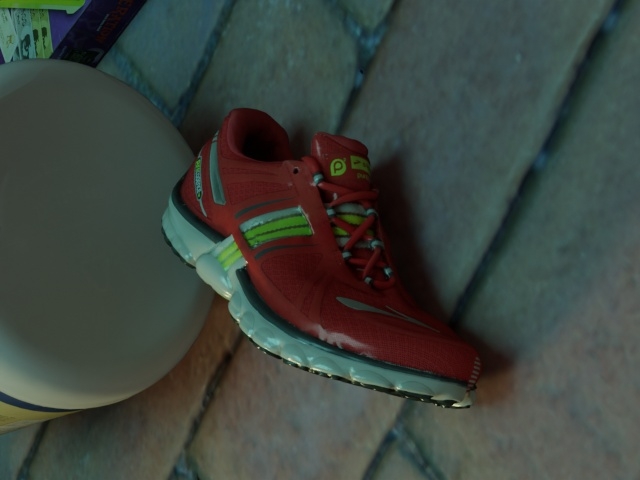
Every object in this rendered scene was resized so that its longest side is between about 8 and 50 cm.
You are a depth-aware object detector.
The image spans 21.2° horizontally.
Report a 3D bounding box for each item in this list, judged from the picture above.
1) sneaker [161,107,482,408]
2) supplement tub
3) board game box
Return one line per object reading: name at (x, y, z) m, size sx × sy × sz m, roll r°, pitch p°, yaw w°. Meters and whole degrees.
sneaker at (0.000, 0.000, 0.979) m, size 0.279 × 0.107 × 0.118 m, roll 38°, pitch 106°, yaw 46°
supplement tub at (-0.241, 0.024, 1.182) m, size 0.316 × 0.228 × 0.228 m, roll -20°, pitch 69°, yaw 50°
board game box at (-0.232, -0.280, 1.369) m, size 0.208 × 0.056 × 0.347 m, roll -47°, pitch 50°, yaw 43°
